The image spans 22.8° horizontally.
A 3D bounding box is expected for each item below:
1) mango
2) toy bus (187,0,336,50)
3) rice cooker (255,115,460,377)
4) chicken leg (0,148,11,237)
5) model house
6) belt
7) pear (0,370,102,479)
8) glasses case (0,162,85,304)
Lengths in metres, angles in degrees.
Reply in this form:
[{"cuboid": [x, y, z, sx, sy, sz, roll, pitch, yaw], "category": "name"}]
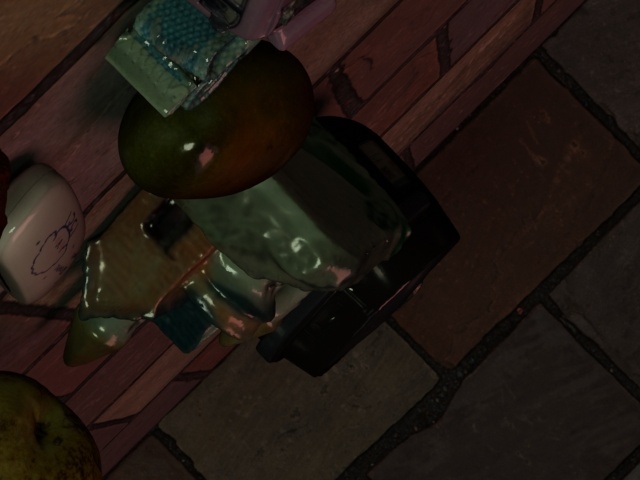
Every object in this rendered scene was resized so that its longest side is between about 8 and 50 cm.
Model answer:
[{"cuboid": [-0.072, -0.090, 1.163, 0.133, 0.111, 0.267, -24, -178, 14], "category": "mango"}, {"cuboid": [-0.024, -0.191, 0.845, 0.096, 0.108, 0.199, -42, 173, -23], "category": "toy bus"}, {"cuboid": [0.000, 0.000, 1.713, 0.267, 0.224, 0.267, -43, 175, -4], "category": "rice cooker"}, {"cuboid": [-0.233, 0.003, 0.862, 0.158, 0.096, 0.407, -40, 176, -2], "category": "chicken leg"}, {"cuboid": [-0.109, 0.041, 1.484, 0.325, 0.194, 0.267, -43, 175, 18], "category": "model house"}, {"cuboid": [-0.013, -0.204, 1.017, 0.302, 0.072, 0.087, -46, 178, -4], "category": "belt"}, {"cuboid": [-0.284, 0.204, 1.382, 0.197, 0.197, 0.197, -44, 174, -6], "category": "pear"}, {"cuboid": [-0.207, -0.002, 1.146, 0.076, 0.049, 0.197, -53, 175, -14], "category": "glasses case"}]
